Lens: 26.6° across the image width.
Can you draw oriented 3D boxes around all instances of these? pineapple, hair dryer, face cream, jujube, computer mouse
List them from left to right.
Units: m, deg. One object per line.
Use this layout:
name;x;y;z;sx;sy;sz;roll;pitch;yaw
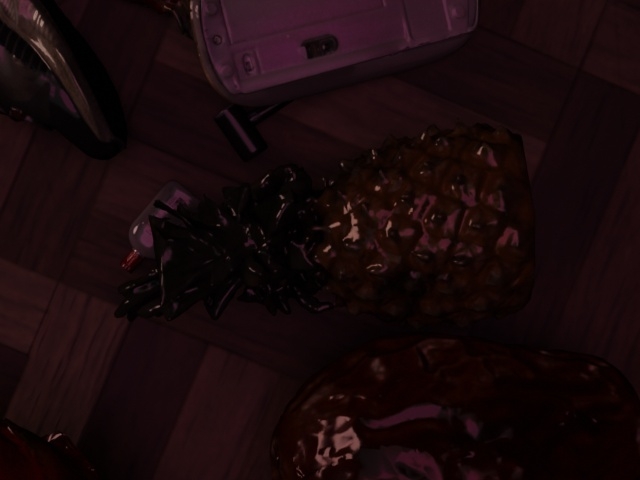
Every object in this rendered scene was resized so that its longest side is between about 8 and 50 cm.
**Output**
face cream;-0.135;-0.009;1.118;0.040;0.021;0.083;41;89;-6
hair dryer;-0.042;-0.106;1.121;0.083;0.026;0.047;-36;95;-9
pineapple;0.000;0.000;1.065;0.340;0.169;0.169;-7;92;3
computer mouse;0.013;-0.186;1.093;0.245;0.056;0.126;-18;99;-16
jujube;0.106;0.164;1.055;0.290;0.197;0.197;-6;92;-9

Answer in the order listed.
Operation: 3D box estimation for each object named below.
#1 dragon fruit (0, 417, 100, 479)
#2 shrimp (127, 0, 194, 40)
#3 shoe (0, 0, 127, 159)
dragon fruit;-0.268;0.280;0.995;0.295;0.295;0.302;-18;73;-2
shrimp;-0.173;-0.262;1.093;0.154;0.062;0.294;-40;91;11
shoe;-0.250;-0.145;1.077;0.112;0.099;0.227;-35;89;6
